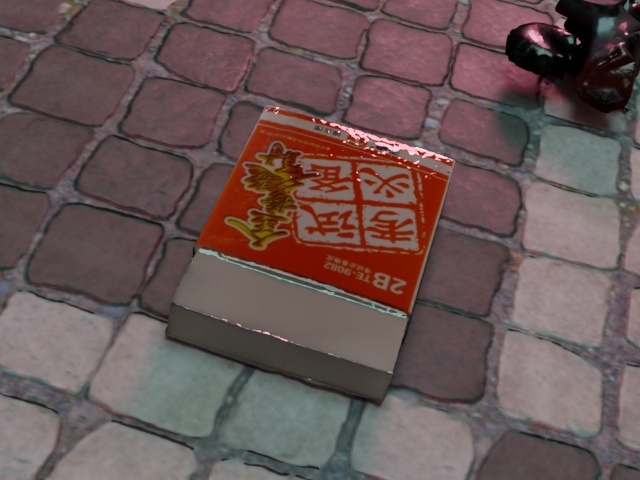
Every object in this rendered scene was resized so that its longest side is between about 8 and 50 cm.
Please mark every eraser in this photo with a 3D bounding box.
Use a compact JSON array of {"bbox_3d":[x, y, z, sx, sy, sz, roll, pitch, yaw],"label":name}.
[{"bbox_3d":[0.000,0.000,0.824,0.157,0.038,0.230,17,45,4],"label":"eraser"}]

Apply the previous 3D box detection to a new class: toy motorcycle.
[{"bbox_3d":[0.272,-0.181,1.022,0.213,0.082,0.122,-24,55,-29],"label":"toy motorcycle"}]
